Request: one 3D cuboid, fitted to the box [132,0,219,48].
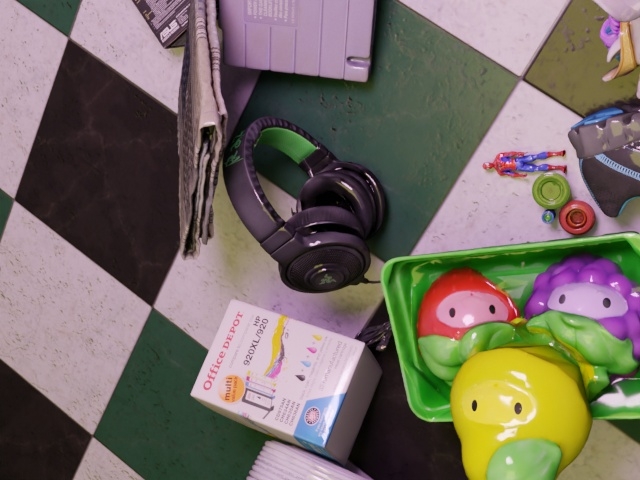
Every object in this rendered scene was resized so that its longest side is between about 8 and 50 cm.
[{"bbox_3d":[-0.187,-0.476,1.304,0.307,0.076,0.242,-34,89,30],"label":"box"}]

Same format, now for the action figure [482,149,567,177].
[{"bbox_3d":[0.283,-0.108,1.219,0.115,0.030,0.038,-1,111,29],"label":"action figure"}]

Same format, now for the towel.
[{"bbox_3d":[-0.165,-0.175,1.236,0.056,0.324,0.312,3,145,-13],"label":"towel"}]

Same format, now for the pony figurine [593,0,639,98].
[{"bbox_3d":[0.425,-0.321,0.945,0.363,0.303,0.351,-6,131,44],"label":"pony figurine"}]

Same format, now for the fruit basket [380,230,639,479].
[{"bbox_3d":[0.258,0.147,1.120,0.392,0.392,0.283,-7,103,28],"label":"fruit basket"}]

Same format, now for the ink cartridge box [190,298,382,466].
[{"bbox_3d":[-0.050,0.223,1.371,0.232,0.168,0.171,17,72,20],"label":"ink cartridge box"}]

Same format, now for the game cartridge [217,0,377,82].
[{"bbox_3d":[-0.030,-0.400,1.190,0.230,0.068,0.355,11,126,10],"label":"game cartridge"}]

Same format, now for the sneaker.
[{"bbox_3d":[0.486,-0.119,1.068,0.340,0.125,0.140,-9,104,40],"label":"sneaker"}]

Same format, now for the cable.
[{"bbox_3d":[0.010,0.403,1.399,0.257,0.257,0.089,17,74,26],"label":"cable"}]

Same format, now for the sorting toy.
[{"bbox_3d":[0.334,-0.049,1.207,0.061,0.042,0.102,-42,86,23],"label":"sorting toy"}]

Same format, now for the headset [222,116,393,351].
[{"bbox_3d":[0.000,0.000,1.284,0.394,0.243,0.185,44,123,-16],"label":"headset"}]
